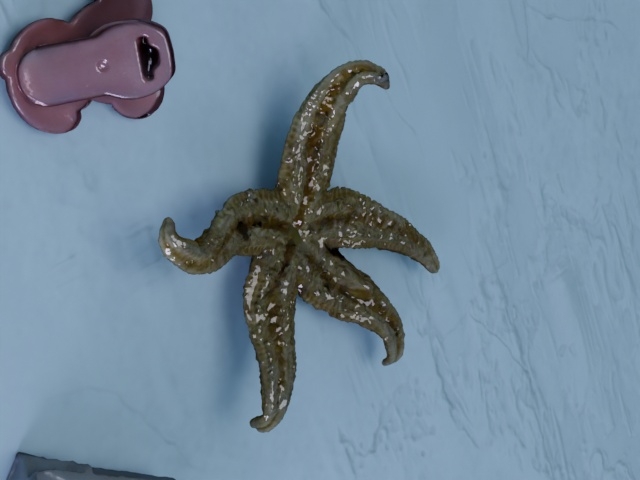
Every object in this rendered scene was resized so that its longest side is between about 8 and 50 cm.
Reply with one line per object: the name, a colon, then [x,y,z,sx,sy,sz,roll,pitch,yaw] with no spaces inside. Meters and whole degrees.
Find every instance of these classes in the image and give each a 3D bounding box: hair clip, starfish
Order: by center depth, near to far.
hair clip: [-0.192,-0.147,1.249,0.138,0.102,0.123,-16,105,-7]
starfish: [-0.008,-0.004,1.379,0.375,0.094,0.327,-11,111,-48]

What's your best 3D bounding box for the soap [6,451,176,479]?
soap: [-0.153,0.298,1.147,0.159,0.302,0.258,27,75,-32]
